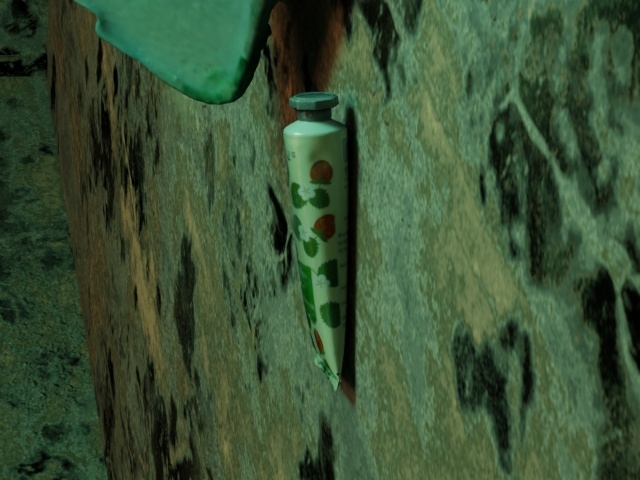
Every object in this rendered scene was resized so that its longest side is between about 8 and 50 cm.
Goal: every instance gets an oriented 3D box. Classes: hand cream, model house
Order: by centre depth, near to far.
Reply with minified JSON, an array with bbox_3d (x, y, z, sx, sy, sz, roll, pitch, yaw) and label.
[{"bbox_3d":[0.000,0.000,1.435,0.095,0.059,0.276,-134,40,-71],"label":"hand cream"},{"bbox_3d":[-0.093,-0.330,1.530,0.249,0.230,0.280,-52,-9,-35],"label":"model house"}]
